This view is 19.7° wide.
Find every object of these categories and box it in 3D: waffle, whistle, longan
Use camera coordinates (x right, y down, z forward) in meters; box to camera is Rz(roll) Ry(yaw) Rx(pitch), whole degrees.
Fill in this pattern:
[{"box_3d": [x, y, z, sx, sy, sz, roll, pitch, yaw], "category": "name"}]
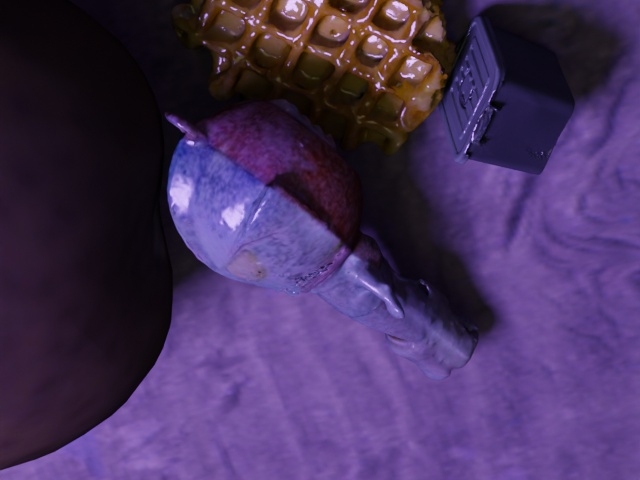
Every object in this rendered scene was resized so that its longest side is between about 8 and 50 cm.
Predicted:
[{"box_3d": [0.010, -0.179, 1.380, 0.249, 0.056, 0.253, -23, 111, 24], "category": "waffle"}, {"box_3d": [0.001, -0.001, 1.408, 0.142, 0.134, 0.346, -3, 148, 46], "category": "whistle"}, {"box_3d": [-0.289, -0.015, 1.351, 0.404, 0.336, 0.404, -3, 117, -6], "category": "longan"}]

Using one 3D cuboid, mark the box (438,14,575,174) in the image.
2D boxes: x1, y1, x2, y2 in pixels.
[{"box_3d": [0.138, -0.106, 1.376, 0.069, 0.122, 0.084, 16, 119, -14], "category": "box"}]
